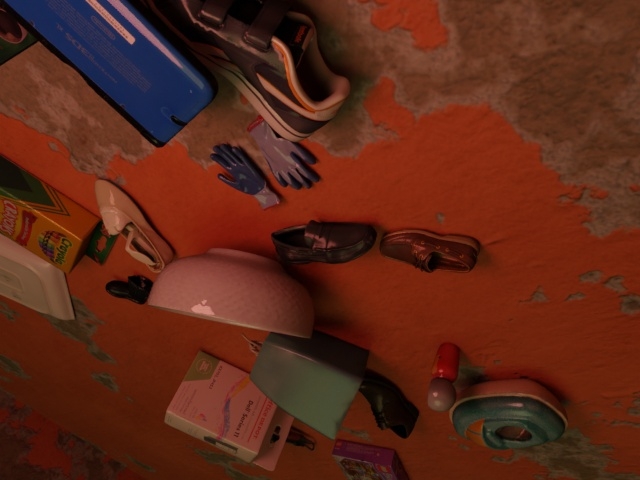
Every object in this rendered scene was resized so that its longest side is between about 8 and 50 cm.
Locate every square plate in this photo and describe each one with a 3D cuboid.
[{"bbox_3d":[-0.913,0.098,1.586,0.347,0.049,0.344,23,139,2],"label":"square plate"}]

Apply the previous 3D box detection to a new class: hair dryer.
[{"bbox_3d":[-0.155,0.615,1.767,0.223,0.080,0.294,-11,136,15],"label":"hair dryer"}]

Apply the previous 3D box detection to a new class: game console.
[{"bbox_3d":[-0.270,-0.293,0.730,0.293,0.173,0.250,43,141,-21],"label":"game console"}]

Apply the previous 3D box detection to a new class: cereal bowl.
[{"bbox_3d":[-0.170,0.103,1.102,0.338,0.141,0.339,11,167,2],"label":"cereal bowl"}]

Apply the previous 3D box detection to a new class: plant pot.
[{"bbox_3d":[-0.032,0.306,1.239,0.234,0.165,0.166,24,104,5],"label":"plant pot"}]

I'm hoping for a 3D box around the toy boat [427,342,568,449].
[{"bbox_3d":[0.351,0.364,1.160,0.318,0.148,0.267,39,138,-16],"label":"toy boat"}]

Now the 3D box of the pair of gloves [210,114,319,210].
[{"bbox_3d":[-0.103,-0.131,0.952,0.198,0.023,0.159,-22,120,40],"label":"pair of gloves"}]

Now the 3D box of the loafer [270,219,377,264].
[{"bbox_3d":[0.000,0.000,0.998,0.223,0.076,0.078,-7,138,37],"label":"loafer"}]

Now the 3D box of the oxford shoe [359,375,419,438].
[{"bbox_3d":[0.166,0.427,1.364,0.227,0.096,0.082,43,138,-18],"label":"oxford shoe"}]

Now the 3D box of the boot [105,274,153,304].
[{"bbox_3d":[-0.502,0.122,1.408,0.121,0.045,0.099,25,143,-11],"label":"boot"}]

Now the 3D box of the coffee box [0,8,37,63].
[{"bbox_3d":[-0.487,-0.333,0.799,0.040,0.184,0.113,-13,128,35],"label":"coffee box"}]

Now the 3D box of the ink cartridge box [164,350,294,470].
[{"bbox_3d":[-0.246,0.498,1.559,0.353,0.207,0.119,26,141,-3],"label":"ink cartridge box"}]

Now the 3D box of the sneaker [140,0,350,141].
[{"bbox_3d":[-0.092,-0.277,0.713,0.321,0.126,0.127,37,142,-26],"label":"sneaker"}]

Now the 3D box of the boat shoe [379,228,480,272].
[{"bbox_3d":[0.186,0.022,0.942,0.177,0.060,0.064,5,136,22],"label":"boat shoe"}]

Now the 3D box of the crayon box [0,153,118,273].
[{"bbox_3d":[-0.662,-0.042,1.284,0.318,0.081,0.202,34,139,-12],"label":"crayon box"}]

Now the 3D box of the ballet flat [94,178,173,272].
[{"bbox_3d":[-0.420,-0.023,1.182,0.086,0.086,0.248,-12,127,36],"label":"ballet flat"}]

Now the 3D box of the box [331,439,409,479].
[{"bbox_3d":[0.177,0.762,1.748,0.200,0.057,0.293,0,134,27],"label":"box"}]

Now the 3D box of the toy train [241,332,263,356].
[{"bbox_3d":[-0.118,0.315,1.397,0.248,0.105,0.143,37,155,-8],"label":"toy train"}]
